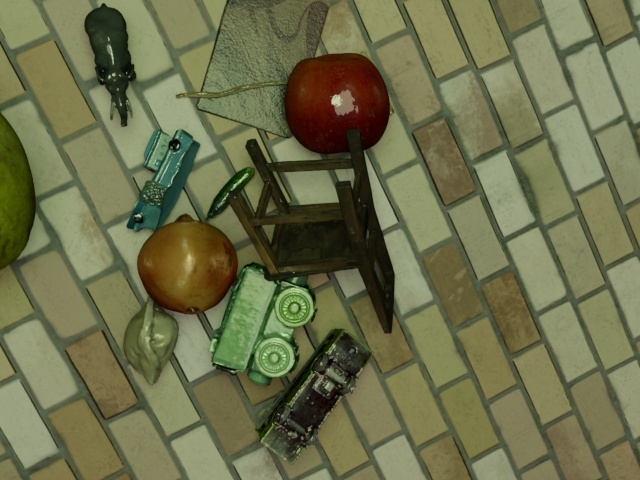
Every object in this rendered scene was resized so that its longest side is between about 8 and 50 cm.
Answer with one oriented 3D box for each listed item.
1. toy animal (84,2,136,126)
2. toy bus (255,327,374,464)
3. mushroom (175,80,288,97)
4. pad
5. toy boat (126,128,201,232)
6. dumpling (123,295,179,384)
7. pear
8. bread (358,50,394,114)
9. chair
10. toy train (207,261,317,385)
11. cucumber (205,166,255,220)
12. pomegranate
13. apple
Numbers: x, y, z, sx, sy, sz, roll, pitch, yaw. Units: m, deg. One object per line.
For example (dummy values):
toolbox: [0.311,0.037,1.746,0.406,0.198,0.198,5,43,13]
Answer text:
toy animal: [-0.418,-0.349,1.450,0.082,0.137,0.269,-10,90,-11]
toy bus: [-0.016,0.337,1.589,0.113,0.139,0.301,40,81,-11]
mushroom: [-0.168,-0.325,1.544,0.286,0.028,0.026,-3,139,-8]
pad: [-0.121,-0.409,1.553,0.220,0.004,0.330,16,93,-10]
toy boat: [-0.344,-0.126,1.506,0.098,0.109,0.238,23,89,9]
dumpling: [-0.359,0.216,1.522,0.118,0.136,0.199,-6,108,-15]
pear: [-0.715,-0.115,1.333,0.352,0.352,0.413,-28,95,-5]
bread: [0.102,-0.338,1.586,0.068,0.028,0.153,-27,98,-3]
chair: [0.000,0.000,1.483,0.240,0.203,0.416,-6,132,13]
toy train: [-0.119,0.174,1.546,0.188,0.159,0.271,20,94,-2]
cucumber: [-0.200,-0.103,1.559,0.037,0.037,0.155,42,87,-11]
pomegranate: [-0.274,0.056,1.485,0.209,0.209,0.209,-1,96,-9]
apple: [0.034,-0.280,1.484,0.218,0.218,0.201,-7,110,-8]
